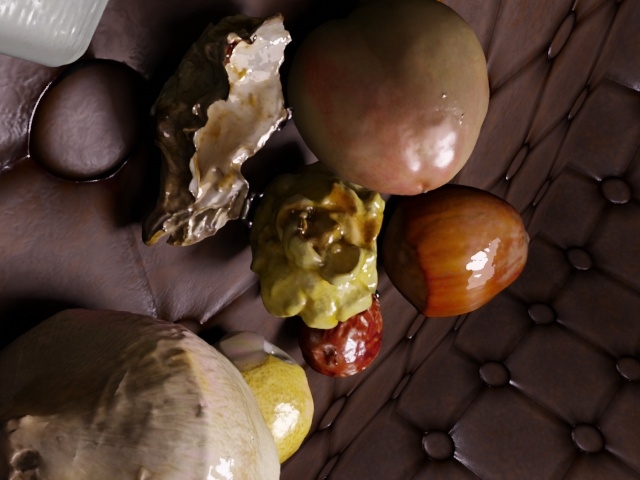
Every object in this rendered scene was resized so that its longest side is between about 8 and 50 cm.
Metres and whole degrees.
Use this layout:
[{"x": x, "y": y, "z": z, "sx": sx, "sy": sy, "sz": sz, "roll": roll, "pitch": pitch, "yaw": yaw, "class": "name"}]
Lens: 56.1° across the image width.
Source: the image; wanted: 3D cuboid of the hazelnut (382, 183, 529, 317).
[{"x": 0.329, "y": 0.026, "z": 1.511, "sx": 0.366, "sy": 0.366, "sz": 0.365, "roll": -41, "pitch": 151, "yaw": -29, "class": "hazelnut"}]

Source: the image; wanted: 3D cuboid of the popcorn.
[{"x": 0.000, "y": 0.000, "z": 0.972, "sx": 0.215, "sy": 0.286, "sz": 0.252, "roll": 17, "pitch": 150, "yaw": -28, "class": "popcorn"}]

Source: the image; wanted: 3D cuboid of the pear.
[{"x": -0.153, "y": 0.308, "z": 1.105, "sx": 0.271, "sy": 0.271, "sz": 0.271, "roll": -41, "pitch": 151, "yaw": -29, "class": "pear"}]

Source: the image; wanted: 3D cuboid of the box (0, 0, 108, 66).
[{"x": -0.214, "y": -0.274, "z": 0.405, "sx": 0.311, "sy": 0.175, "sz": 0.182, "roll": -61, "pitch": 163, "yaw": 10, "class": "box"}]

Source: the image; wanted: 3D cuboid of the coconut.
[{"x": -0.261, "y": 0.272, "z": 0.715, "sx": 0.405, "sy": 0.405, "sz": 0.404, "roll": -41, "pitch": 151, "yaw": -29, "class": "coconut"}]

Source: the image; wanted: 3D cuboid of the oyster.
[{"x": -0.129, "y": -0.127, "z": 0.755, "sx": 0.198, "sy": 0.133, "sz": 0.336, "roll": -25, "pitch": 143, "yaw": -51, "class": "oyster"}]

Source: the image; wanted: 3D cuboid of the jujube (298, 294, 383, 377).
[{"x": 0.056, "y": 0.208, "z": 1.422, "sx": 0.197, "sy": 0.197, "sz": 0.290, "roll": -67, "pitch": 167, "yaw": 23, "class": "jujube"}]

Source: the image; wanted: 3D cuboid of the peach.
[{"x": 0.104, "y": -0.207, "z": 0.874, "sx": 0.292, "sy": 0.292, "sz": 0.247, "roll": -45, "pitch": 170, "yaw": -21, "class": "peach"}]
